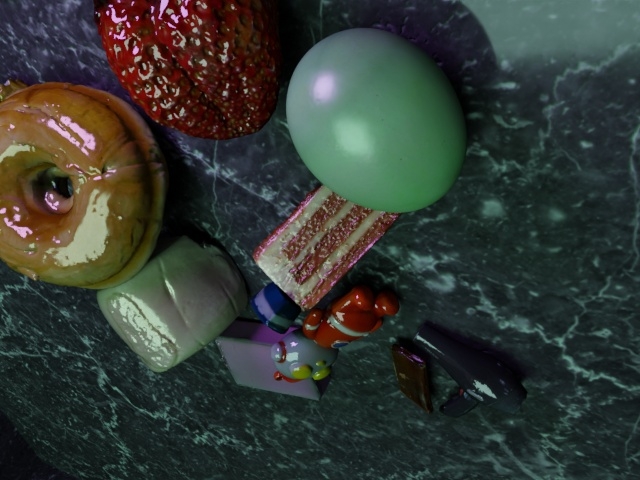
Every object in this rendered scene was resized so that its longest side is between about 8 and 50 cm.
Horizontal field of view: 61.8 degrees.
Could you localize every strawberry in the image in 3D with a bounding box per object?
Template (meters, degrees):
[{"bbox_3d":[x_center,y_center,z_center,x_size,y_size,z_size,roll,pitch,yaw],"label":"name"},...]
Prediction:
[{"bbox_3d":[-0.164,-0.289,0.772,0.250,0.238,0.288,-29,118,22],"label":"strawberry"}]

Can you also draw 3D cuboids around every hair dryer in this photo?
[{"bbox_3d":[0.268,0.302,1.097,0.235,0.091,0.272,34,140,17],"label":"hair dryer"}]

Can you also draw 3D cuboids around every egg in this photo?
[{"bbox_3d":[0.078,-0.159,0.737,0.269,0.220,0.220,42,136,-18],"label":"egg"}]

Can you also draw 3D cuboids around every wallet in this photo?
[{"bbox_3d":[0.196,0.291,1.136,0.095,0.026,0.176,28,148,42],"label":"wallet"}]

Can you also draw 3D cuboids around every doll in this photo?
[{"bbox_3d":[0.007,0.205,1.092,0.199,0.105,0.336,16,133,-43],"label":"doll"}]

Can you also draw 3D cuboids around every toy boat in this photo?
[{"bbox_3d":[-0.082,0.127,1.055,0.096,0.062,0.299,46,178,-1],"label":"toy boat"}]

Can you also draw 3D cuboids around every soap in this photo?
[{"bbox_3d":[-0.117,0.290,1.317,0.259,0.081,0.181,0,125,30],"label":"soap"}]

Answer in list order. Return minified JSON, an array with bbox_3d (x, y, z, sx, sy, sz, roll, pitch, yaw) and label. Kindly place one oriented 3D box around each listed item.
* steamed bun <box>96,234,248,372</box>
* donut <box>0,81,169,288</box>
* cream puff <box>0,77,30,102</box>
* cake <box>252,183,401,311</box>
[{"bbox_3d":[-0.326,0.122,1.223,0.272,0.273,0.290,-35,106,28],"label":"steamed bun"},{"bbox_3d":[-0.514,-0.105,1.084,0.449,0.198,0.449,2,99,14],"label":"donut"},{"bbox_3d":[-0.702,-0.283,1.180,0.156,0.156,0.121,-10,101,37],"label":"cream puff"},{"bbox_3d":[0.000,0.000,0.957,0.158,0.159,0.262,42,134,0],"label":"cake"}]
